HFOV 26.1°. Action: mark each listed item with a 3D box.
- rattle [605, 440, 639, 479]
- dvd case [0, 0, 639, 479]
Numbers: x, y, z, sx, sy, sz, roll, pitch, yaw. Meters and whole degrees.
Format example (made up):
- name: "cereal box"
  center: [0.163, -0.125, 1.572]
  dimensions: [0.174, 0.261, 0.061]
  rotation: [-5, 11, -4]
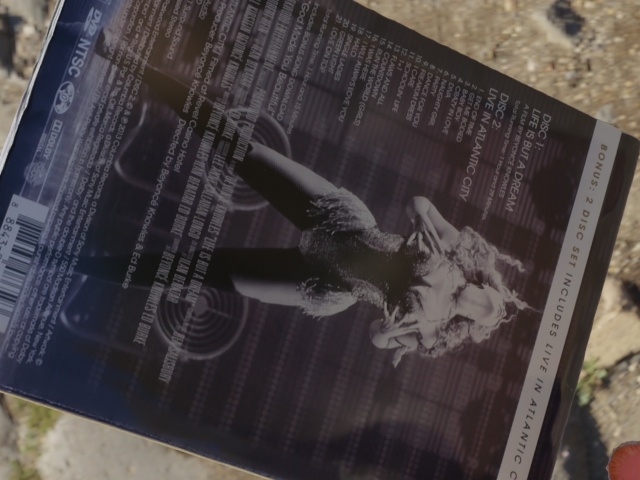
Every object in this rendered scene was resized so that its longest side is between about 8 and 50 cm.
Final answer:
- name: "rattle"
  center: [0.155, 0.136, 0.394]
  dimensions: [0.142, 0.200, 0.130]
  rotation: [29, 95, -3]
- name: "dvd case"
  center: [0.000, 0.000, 0.472]
  dimensions: [0.018, 0.221, 0.165]
  rotation: [-10, 60, 66]
